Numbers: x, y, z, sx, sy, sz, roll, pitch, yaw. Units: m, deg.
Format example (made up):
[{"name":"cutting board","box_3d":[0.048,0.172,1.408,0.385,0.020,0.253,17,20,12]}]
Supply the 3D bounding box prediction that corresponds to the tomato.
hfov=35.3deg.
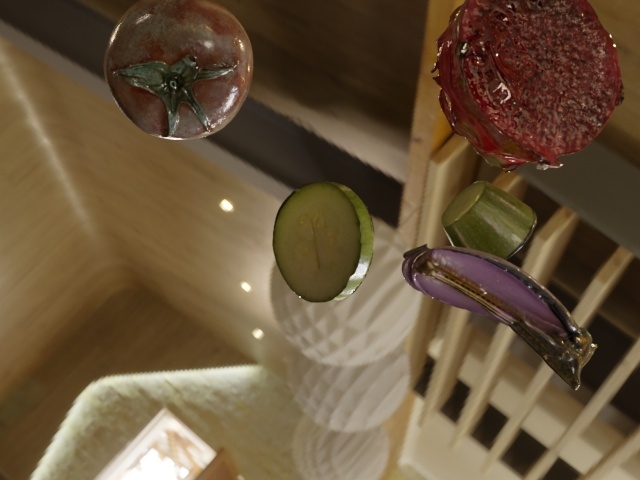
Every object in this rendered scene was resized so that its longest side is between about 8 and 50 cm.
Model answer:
[{"name":"tomato","box_3d":[-0.296,-0.369,2.125,0.317,0.316,0.282,50,14,-22]}]

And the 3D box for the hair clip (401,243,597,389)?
[{"name":"hair clip","box_3d":[0.276,0.099,1.482,0.358,0.095,0.110,36,-14,-18]}]

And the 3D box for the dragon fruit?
[{"name":"dragon fruit","box_3d":[0.368,-0.305,1.911,0.371,0.386,0.249,6,-13,-21]}]

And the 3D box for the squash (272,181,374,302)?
[{"name":"squash","box_3d":[0.004,0.000,1.787,0.219,0.219,0.041,26,16,39]}]

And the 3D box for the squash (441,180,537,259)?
[{"name":"squash","box_3d":[0.314,-0.034,1.935,0.123,0.170,0.170,42,-18,-15]}]
